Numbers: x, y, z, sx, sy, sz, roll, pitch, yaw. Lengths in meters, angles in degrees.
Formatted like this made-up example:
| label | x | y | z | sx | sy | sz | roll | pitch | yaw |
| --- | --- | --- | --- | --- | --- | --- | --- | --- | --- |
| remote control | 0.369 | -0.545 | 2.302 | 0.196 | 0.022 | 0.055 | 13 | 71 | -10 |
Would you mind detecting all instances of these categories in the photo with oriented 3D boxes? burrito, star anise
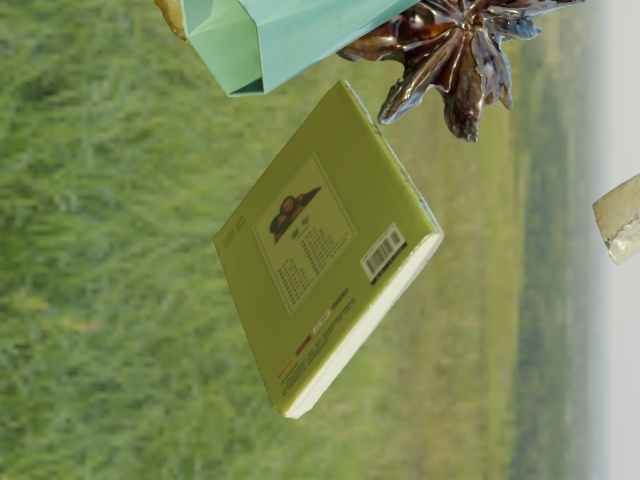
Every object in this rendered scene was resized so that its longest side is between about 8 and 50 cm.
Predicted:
| label | x | y | z | sx | sy | sz | roll | pitch | yaw |
| --- | --- | --- | --- | --- | --- | --- | --- | --- | --- |
| burrito | 0.368 | -0.060 | 1.773 | 0.060 | 0.226 | 0.087 | 56 | -4 | -30 |
| star anise | 0.144 | -0.223 | 1.867 | 0.283 | 0.212 | 0.129 | -59 | -172 | -20 |

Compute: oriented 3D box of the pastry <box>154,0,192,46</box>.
| label | x | y | z | sx | sy | sz | roll | pitch | yaw |
| --- | --- | --- | --- | --- | --- | --- | --- | --- | --- |
| pastry | -0.081 | -0.300 | 1.852 | 0.257 | 0.121 | 0.236 | 43 | 46 | -20 |

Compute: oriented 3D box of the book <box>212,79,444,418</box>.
| label | x | y | z | sx | sy | sz | roll | pitch | yaw |
| --- | --- | --- | --- | --- | --- | --- | --- | --- | --- |
| book | 0.000 | 0.000 | 1.766 | 0.239 | 0.035 | 0.352 | -52 | -152 | 16 |

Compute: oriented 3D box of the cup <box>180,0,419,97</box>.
| label | x | y | z | sx | sy | sz | roll | pitch | yaw |
| --- | --- | --- | --- | --- | --- | --- | --- | --- | --- |
| cup | -0.003 | -0.245 | 1.646 | 0.235 | 0.134 | 0.148 | -31 | 139 | -24 |
